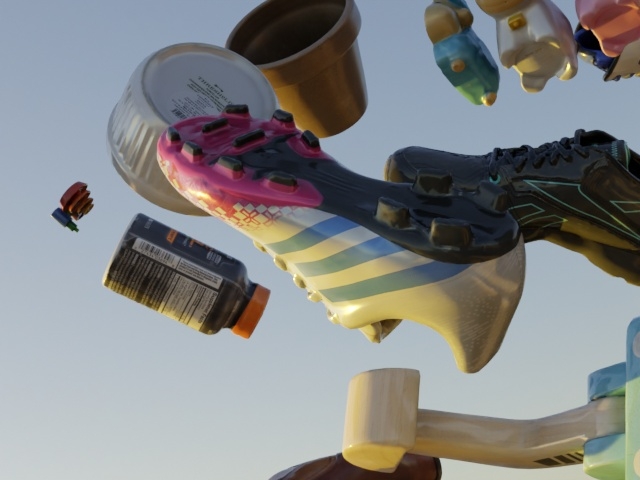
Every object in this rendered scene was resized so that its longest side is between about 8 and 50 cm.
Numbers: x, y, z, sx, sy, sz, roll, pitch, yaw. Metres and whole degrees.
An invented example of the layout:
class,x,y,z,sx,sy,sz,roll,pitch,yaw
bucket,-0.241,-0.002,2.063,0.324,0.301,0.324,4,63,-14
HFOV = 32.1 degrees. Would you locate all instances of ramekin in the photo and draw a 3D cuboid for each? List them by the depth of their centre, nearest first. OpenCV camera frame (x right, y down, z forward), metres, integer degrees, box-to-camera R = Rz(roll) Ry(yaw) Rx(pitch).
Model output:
class,x,y,z,sx,sy,sz,roll,pitch,yaw
ramekin,-0.144,-0.141,1.328,0.207,0.207,0.109,-6,-32,-27

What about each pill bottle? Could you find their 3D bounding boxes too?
class,x,y,z,sx,sy,sz,roll,pitch,yaw
pill bottle,-0.203,0.065,1.728,0.246,0.130,0.130,26,-29,-6

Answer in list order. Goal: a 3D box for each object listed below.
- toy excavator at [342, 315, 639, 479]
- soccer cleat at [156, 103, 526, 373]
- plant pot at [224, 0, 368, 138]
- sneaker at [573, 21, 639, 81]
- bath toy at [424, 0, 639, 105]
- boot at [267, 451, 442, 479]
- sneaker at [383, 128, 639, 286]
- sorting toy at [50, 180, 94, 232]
class,x,y,z,sx,sy,sz,roll,pitch,yaw
toy excavator,0.295,0.188,1.047,0.433,0.222,0.445,18,-27,-24
soccer cleat,0.000,0.000,0.837,0.116,0.331,0.143,-31,-49,-40
plant pot,-0.019,-0.320,2.105,0.263,0.263,0.229,-20,-52,12
sneaker,0.433,-0.259,1.475,0.182,0.127,0.315,-30,-45,6
bath toy,0.284,-0.268,1.162,0.348,0.129,0.151,-17,-46,29
boot,-0.025,0.312,1.319,0.264,0.096,0.280,-11,1,41
sneaker,0.186,-0.047,0.892,0.268,0.101,0.106,13,-56,2
sorting toy,-0.332,-0.041,1.519,0.061,0.042,0.102,-49,-1,-17
